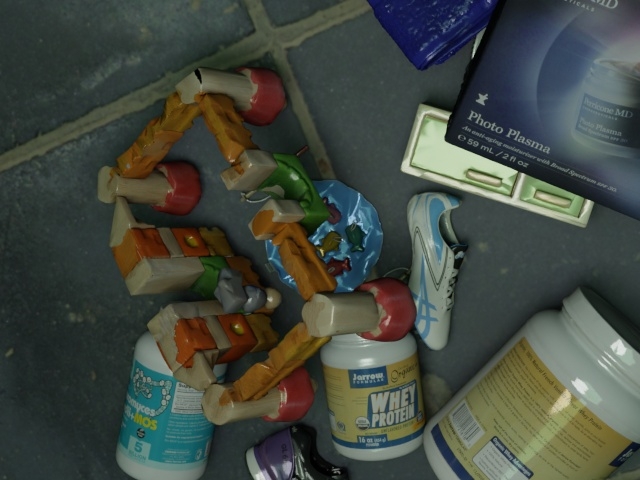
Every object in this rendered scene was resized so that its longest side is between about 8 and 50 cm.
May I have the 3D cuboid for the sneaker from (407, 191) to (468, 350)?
[{"bbox_3d":[0.173,0.047,1.477,0.086,0.085,0.237,1,100,27],"label":"sneaker"}]

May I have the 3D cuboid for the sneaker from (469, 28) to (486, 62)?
[{"bbox_3d":[0.259,-0.289,1.416,0.075,0.057,0.161,15,100,15],"label":"sneaker"}]

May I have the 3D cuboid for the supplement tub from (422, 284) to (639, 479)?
[{"bbox_3d":[0.321,0.239,1.405,0.228,0.228,0.316,42,106,3],"label":"supplement tub"}]

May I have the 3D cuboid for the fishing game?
[{"bbox_3d":[0.000,0.000,1.532,0.189,0.041,0.264,-37,90,14],"label":"fishing game"}]

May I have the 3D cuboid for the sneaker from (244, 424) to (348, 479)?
[{"bbox_3d":[0.004,0.421,1.573,0.124,0.107,0.283,-31,92,9],"label":"sneaker"}]

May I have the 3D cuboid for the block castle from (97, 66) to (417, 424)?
[{"bbox_3d":[-0.093,0.008,1.407,0.303,0.212,0.453,-44,65,30],"label":"block castle"}]

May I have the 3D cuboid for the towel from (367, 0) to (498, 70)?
[{"bbox_3d":[0.139,-0.413,1.394,0.227,0.076,0.308,-38,78,10],"label":"towel"}]

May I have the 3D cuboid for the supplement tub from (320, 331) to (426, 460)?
[{"bbox_3d":[0.077,0.207,1.492,0.144,0.144,0.200,-6,101,13],"label":"supplement tub"}]

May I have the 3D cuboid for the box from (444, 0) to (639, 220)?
[{"bbox_3d":[0.346,-0.219,1.244,0.296,0.183,0.294,22,136,2],"label":"box"}]

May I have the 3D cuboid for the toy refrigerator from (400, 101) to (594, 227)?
[{"bbox_3d":[0.258,-0.110,1.429,0.269,0.094,0.102,18,102,8],"label":"toy refrigerator"}]

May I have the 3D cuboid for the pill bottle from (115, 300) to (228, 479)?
[{"bbox_3d":[-0.225,0.232,1.565,0.146,0.146,0.264,14,102,9],"label":"pill bottle"}]
